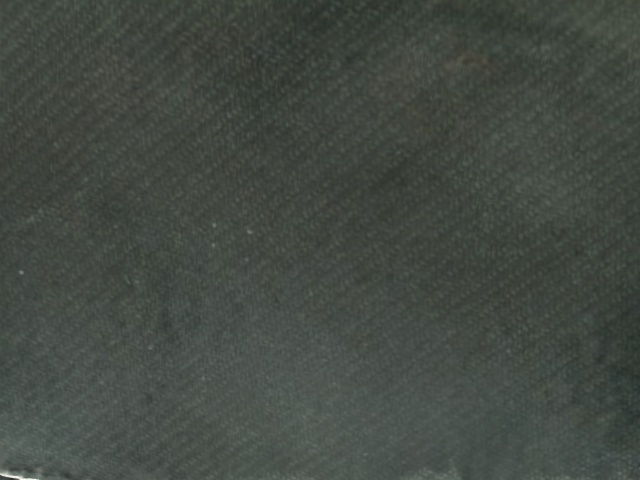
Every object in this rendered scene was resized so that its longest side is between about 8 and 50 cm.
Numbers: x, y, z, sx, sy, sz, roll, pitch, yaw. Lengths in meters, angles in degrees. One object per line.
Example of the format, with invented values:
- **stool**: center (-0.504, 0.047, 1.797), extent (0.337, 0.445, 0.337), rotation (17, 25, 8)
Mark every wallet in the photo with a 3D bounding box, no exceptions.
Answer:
- **wallet**: center (0.000, 0.000, 0.395), extent (0.342, 0.075, 0.237), rotation (10, -56, 3)
